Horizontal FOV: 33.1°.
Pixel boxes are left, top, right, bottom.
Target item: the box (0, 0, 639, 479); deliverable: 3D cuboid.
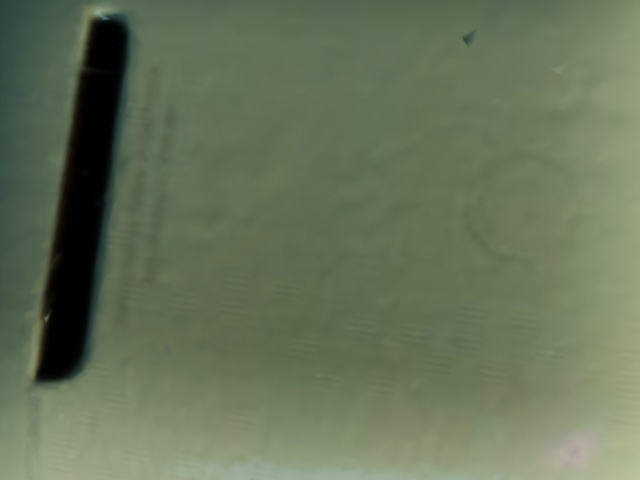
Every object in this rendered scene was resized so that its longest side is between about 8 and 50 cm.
[{"bbox_3d":[0.000,0.000,0.454,0.349,0.288,0.141,3,168,11],"label":"box"}]
